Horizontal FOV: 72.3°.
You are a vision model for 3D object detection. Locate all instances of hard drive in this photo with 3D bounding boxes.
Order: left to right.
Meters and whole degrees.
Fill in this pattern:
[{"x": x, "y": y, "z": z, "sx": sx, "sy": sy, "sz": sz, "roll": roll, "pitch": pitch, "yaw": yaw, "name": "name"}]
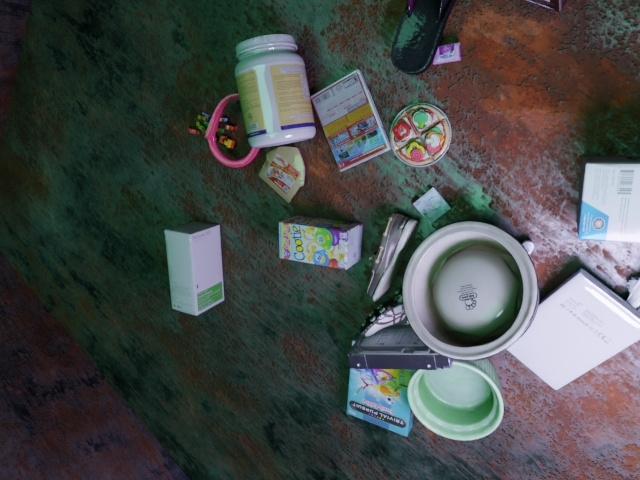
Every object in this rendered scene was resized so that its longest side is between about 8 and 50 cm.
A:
[{"x": 0.286, "y": 0.354, "z": 1.489, "sx": 0.339, "sy": 0.237, "sz": 0.064, "roll": -6, "pitch": 102, "yaw": 26, "name": "hard drive"}, {"x": 0.739, "y": 0.274, "z": 1.305, "sx": 0.233, "sy": 0.047, "sz": 0.353, "roll": 41, "pitch": 129, "yaw": 13, "name": "hard drive"}]

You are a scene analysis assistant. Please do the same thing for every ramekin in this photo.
[{"x": 0.459, "y": 0.502, "z": 1.485, "sx": 0.304, "sy": 0.148, "sz": 0.303, "roll": 8, "pitch": 111, "yaw": 20, "name": "ramekin"}]

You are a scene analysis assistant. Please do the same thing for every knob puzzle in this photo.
[{"x": -0.129, "y": -0.272, "z": 1.666, "sx": 0.213, "sy": 0.030, "sz": 0.213, "roll": 9, "pitch": 108, "yaw": 27, "name": "knob puzzle"}]

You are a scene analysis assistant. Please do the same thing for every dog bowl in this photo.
[{"x": 0.457, "y": 0.153, "z": 1.316, "sx": 0.408, "sy": 0.150, "sz": 0.407, "roll": -14, "pitch": 69, "yaw": 39, "name": "dog bowl"}]

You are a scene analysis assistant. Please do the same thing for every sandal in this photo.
[{"x": 0.310, "y": -0.706, "z": 1.237, "sx": 0.168, "sy": 0.107, "sz": 0.445, "roll": 18, "pitch": 106, "yaw": 25, "name": "sandal"}]

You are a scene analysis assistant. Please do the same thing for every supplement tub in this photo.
[{"x": -0.157, "y": -0.497, "z": 1.491, "sx": 0.241, "sy": 0.241, "sz": 0.331, "roll": -3, "pitch": 102, "yaw": 30, "name": "supplement tub"}]

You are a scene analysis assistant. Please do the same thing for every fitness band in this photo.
[{"x": -0.315, "y": -0.419, "z": 1.666, "sx": 0.209, "sy": 0.054, "sz": 0.290, "roll": 25, "pitch": 116, "yaw": -11, "name": "fitness band"}]

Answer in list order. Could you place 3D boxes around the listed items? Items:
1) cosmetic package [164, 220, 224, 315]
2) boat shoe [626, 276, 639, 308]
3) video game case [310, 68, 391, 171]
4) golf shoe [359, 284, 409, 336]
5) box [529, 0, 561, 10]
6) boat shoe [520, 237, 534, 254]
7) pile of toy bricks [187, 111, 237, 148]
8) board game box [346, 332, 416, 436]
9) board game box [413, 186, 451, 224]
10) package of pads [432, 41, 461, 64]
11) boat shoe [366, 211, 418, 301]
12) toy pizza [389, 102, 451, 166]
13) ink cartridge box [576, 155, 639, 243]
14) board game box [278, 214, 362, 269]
[{"x": -0.547, "y": 0.114, "z": 1.915, "sx": 0.155, "sy": 0.197, "sz": 0.365, "roll": 10, "pitch": 111, "yaw": 26, "name": "cosmetic package"}, {"x": 0.888, "y": 0.122, "z": 1.208, "sx": 0.063, "sy": 0.066, "sz": 0.184, "roll": 46, "pitch": 131, "yaw": 36, "name": "boat shoe"}, {"x": 0.101, "y": -0.406, "z": 1.503, "sx": 0.204, "sy": 0.025, "sz": 0.285, "roll": -20, "pitch": 94, "yaw": 31, "name": "video game case"}, {"x": 0.258, "y": 0.261, "z": 1.524, "sx": 0.273, "sy": 0.105, "sz": 0.120, "roll": -40, "pitch": 95, "yaw": 5, "name": "golf shoe"}, {"x": 0.567, "y": -0.707, "z": 1.073, "sx": 0.168, "sy": 0.167, "sz": 0.203, "roll": 32, "pitch": 117, "yaw": 18, "name": "box"}, {"x": 0.610, "y": 0.056, "z": 1.350, "sx": 0.049, "sy": 0.040, "sz": 0.142, "roll": 30, "pitch": 118, "yaw": 8, "name": "boat shoe"}, {"x": -0.440, "y": -0.446, "z": 1.742, "sx": 0.212, "sy": 0.105, "sz": 0.118, "roll": 29, "pitch": 116, "yaw": 18, "name": "pile of toy bricks"}, {"x": 0.239, "y": 0.548, "z": 1.677, "sx": 0.254, "sy": 0.079, "sz": 0.336, "roll": 12, "pitch": 110, "yaw": 26, "name": "board game box"}, {"x": 0.368, "y": -0.115, "z": 1.444, "sx": 0.090, "sy": 0.020, "sz": 0.090, "roll": -42, "pitch": 83, "yaw": 32, "name": "board game box"}, {"x": 0.375, "y": -0.556, "z": 1.303, "sx": 0.083, "sy": 0.032, "sz": 0.050, "roll": 1, "pitch": 105, "yaw": 28, "name": "package of pads"}, {"x": 0.229, "y": 0.058, "z": 1.521, "sx": 0.097, "sy": 0.117, "sz": 0.324, "roll": 30, "pitch": 113, "yaw": 23, "name": "boat shoe"}, {"x": 0.315, "y": -0.336, "z": 1.401, "sx": 0.201, "sy": 0.032, "sz": 0.201, "roll": 8, "pitch": 108, "yaw": 27, "name": "toy pizza"}, {"x": 0.809, "y": -0.107, "z": 1.100, "sx": 0.270, "sy": 0.197, "sz": 0.198, "roll": 6, "pitch": 107, "yaw": 28, "name": "ink cartridge box"}, {"x": 0.000, "y": 0.000, "z": 1.608, "sx": 0.275, "sy": 0.144, "sz": 0.142, "roll": 8, "pitch": 108, "yaw": 26, "name": "board game box"}]
